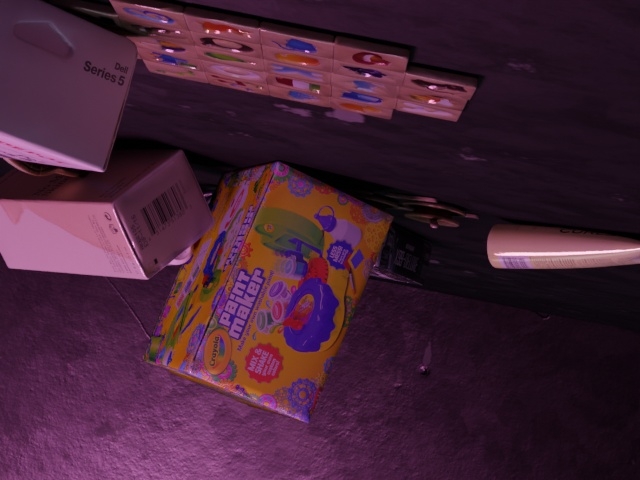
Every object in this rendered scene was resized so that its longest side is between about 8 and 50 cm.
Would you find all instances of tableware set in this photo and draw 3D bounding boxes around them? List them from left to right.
[{"bbox_3d":[0.104,-0.035,2.146,0.194,0.039,0.128,8,175,36],"label":"tableware set"}]

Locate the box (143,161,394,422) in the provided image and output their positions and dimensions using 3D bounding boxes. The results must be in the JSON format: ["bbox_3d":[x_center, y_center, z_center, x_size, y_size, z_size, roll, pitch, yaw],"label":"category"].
[{"bbox_3d":[-0.077,0.067,2.113,0.177,0.290,0.279,25,172,-16],"label":"box"}]

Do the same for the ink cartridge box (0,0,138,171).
[{"bbox_3d":[-0.317,-0.145,1.313,0.273,0.114,0.198,10,173,44],"label":"ink cartridge box"}]

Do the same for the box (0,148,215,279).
[{"bbox_3d":[-0.310,-0.039,2.154,0.311,0.121,0.148,2,-146,43],"label":"box"}]

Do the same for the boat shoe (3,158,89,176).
[{"bbox_3d":[-0.370,-0.120,2.019,0.073,0.080,0.223,4,177,23],"label":"boat shoe"}]

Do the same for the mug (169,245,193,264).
[{"bbox_3d":[-0.203,0.000,2.181,0.062,0.078,0.064,7,-176,-24],"label":"mug"}]

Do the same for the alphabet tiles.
[{"bbox_3d":[-0.045,-0.149,1.321,0.342,0.011,0.285,11,175,1],"label":"alphabet tiles"}]

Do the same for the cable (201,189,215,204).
[{"bbox_3d":[-0.153,-0.018,2.478,0.184,0.047,0.150,-19,118,40],"label":"cable"}]

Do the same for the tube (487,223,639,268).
[{"bbox_3d":[0.338,0.010,2.076,0.240,0.062,0.070,3,-145,32],"label":"tube"}]

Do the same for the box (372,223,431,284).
[{"bbox_3d":[0.000,0.000,2.597,0.307,0.076,0.242,9,175,24],"label":"box"}]
